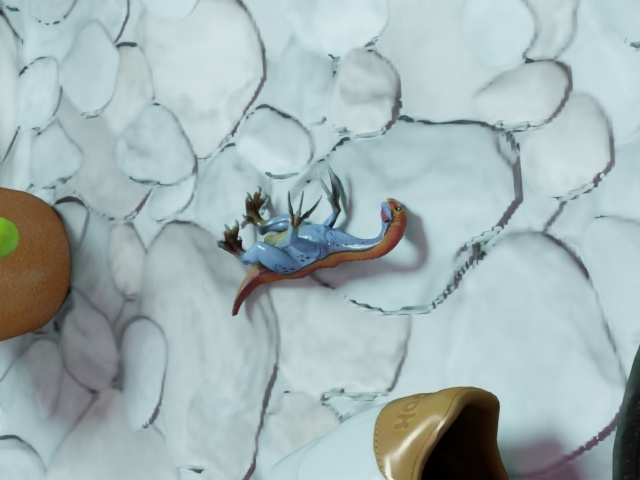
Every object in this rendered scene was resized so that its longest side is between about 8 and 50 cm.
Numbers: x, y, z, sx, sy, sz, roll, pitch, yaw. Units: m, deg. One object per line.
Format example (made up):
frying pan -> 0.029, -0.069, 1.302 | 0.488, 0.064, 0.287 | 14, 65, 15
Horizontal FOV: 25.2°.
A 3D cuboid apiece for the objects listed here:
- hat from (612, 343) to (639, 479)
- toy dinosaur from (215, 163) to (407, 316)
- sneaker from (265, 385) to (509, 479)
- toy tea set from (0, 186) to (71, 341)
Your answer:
hat -> 0.219, 0.088, 0.365 | 0.331, 0.134, 0.331 | 7, 106, 24
toy dinosaur -> 0.000, 0.000, 0.630 | 0.082, 0.047, 0.090 | 19, 136, 25
sneaker -> 0.076, 0.190, 0.527 | 0.123, 0.106, 0.290 | -36, 70, 34
toy tea set -> -0.270, 0.053, 0.761 | 0.200, 0.124, 0.336 | 44, 115, 26
